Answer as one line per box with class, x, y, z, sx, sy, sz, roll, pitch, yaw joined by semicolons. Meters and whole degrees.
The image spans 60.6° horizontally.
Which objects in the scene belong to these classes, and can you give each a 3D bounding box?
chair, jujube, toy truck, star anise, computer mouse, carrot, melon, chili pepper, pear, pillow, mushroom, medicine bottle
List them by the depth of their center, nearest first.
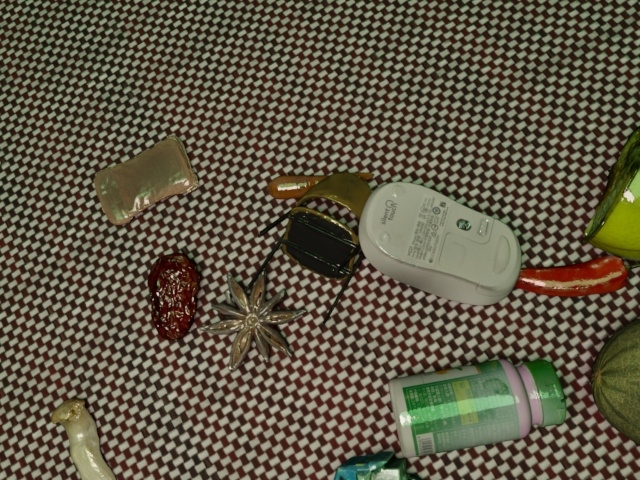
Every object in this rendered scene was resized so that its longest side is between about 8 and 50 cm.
melon;0.584;0.226;0.844;0.301;0.237;0.238;2;77;11
toy truck;0.102;0.494;0.883;0.156;0.155;0.279;-6;77;14
medicine bottle;0.259;0.277;0.922;0.273;0.133;0.134;-10;76;4
pear;0.626;-0.055;0.945;0.255;0.164;0.238;29;80;11
chili pepper;0.460;0.066;0.984;0.272;0.063;0.071;-7;47;12
computer mouse;0.210;0.009;0.987;0.296;0.121;0.184;16;69;0
chair;0.000;0.000;1.008;0.158;0.173;0.247;25;38;11
mushroom;-0.436;0.391;1.017;0.059;0.054;0.202;-27;81;5
star anise;-0.123;0.155;1.030;0.182;0.065;0.195;26;77;7
jujube;-0.276;0.105;1.042;0.104;0.104;0.166;-9;81;4
carrot;0.001;-0.114;1.090;0.216;0.048;0.048;-7;76;0
pillow;-0.366;-0.125;1.136;0.211;0.034;0.135;-26;79;2
